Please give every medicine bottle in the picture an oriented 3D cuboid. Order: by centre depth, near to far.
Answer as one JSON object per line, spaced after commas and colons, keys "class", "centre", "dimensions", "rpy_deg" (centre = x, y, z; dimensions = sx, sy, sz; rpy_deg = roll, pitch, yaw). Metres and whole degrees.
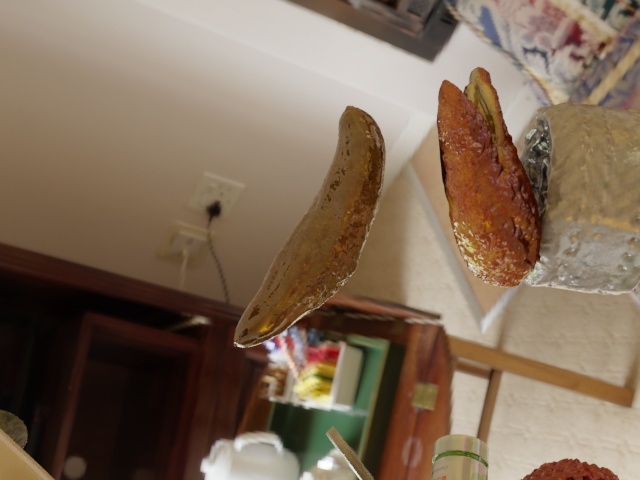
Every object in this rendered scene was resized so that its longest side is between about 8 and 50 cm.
{"class": "medicine bottle", "centre": [0.200, 0.383, 1.426], "dimensions": [0.086, 0.086, 0.183], "rpy_deg": [-45, 25, 44]}

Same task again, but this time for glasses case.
{"class": "glasses case", "centre": [-0.375, 0.253, 1.090], "dimensions": [0.083, 0.196, 0.050], "rpy_deg": [-48, 19, -27]}

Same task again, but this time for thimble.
{"class": "thimble", "centre": [0.340, -0.053, 1.256], "dimensions": [0.217, 0.157, 0.245], "rpy_deg": [-83, 1, -67]}

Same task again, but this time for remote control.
{"class": "remote control", "centre": [0.089, 0.441, 1.778], "dimensions": [0.022, 0.245, 0.077], "rpy_deg": [-37, 2, -6]}

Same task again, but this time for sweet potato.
{"class": "sweet potato", "centre": [0.004, 0.000, 1.255], "dimensions": [0.092, 0.114, 0.341], "rpy_deg": [25, 86, 58]}

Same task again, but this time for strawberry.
{"class": "strawberry", "centre": [0.416, 0.451, 1.630], "dimensions": [0.106, 0.286, 0.188], "rpy_deg": [107, 159, -59]}

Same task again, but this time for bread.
{"class": "bread", "centre": [0.198, -0.066, 1.135], "dimensions": [0.095, 0.139, 0.268], "rpy_deg": [1, 113, 29]}

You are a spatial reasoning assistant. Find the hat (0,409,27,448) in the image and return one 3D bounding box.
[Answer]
{"class": "hat", "centre": [-0.613, 0.361, 1.598], "dimensions": [0.265, 0.266, 0.128], "rpy_deg": [21, 101, 64]}
